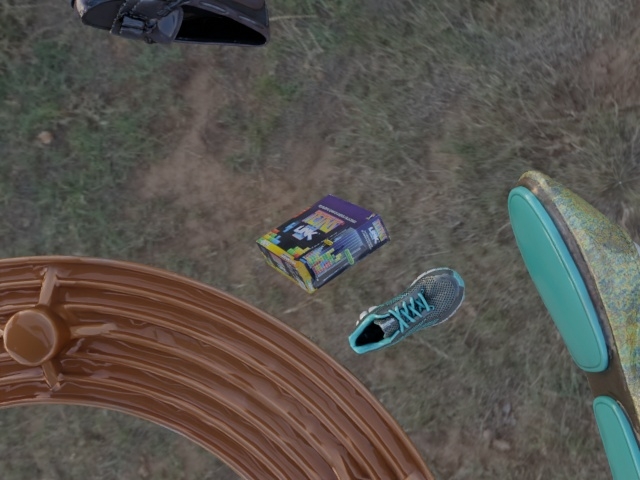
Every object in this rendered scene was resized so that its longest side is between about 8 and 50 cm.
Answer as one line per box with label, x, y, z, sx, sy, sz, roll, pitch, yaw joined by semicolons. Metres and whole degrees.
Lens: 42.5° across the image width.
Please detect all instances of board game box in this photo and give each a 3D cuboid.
board game box;0.000;0.000;1.193;0.141;0.170;0.048;-35;114;-14

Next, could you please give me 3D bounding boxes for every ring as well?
ring;-0.103;0.173;0.317;0.336;0.032;0.337;0;92;4

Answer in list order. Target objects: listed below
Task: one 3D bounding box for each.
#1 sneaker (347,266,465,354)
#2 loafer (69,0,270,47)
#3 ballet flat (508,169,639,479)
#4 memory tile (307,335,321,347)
sneaker;0.099;0.092;0.981;0.166;0.076;0.065;-38;85;30
loafer;-0.197;-0.320;1.165;0.109;0.302;0.095;-34;73;51
ballet flat;0.258;0.097;0.655;0.123;0.123;0.349;-22;84;20
memory tile;-0.006;0.203;1.139;0.012;0.148;0.113;-1;66;13
